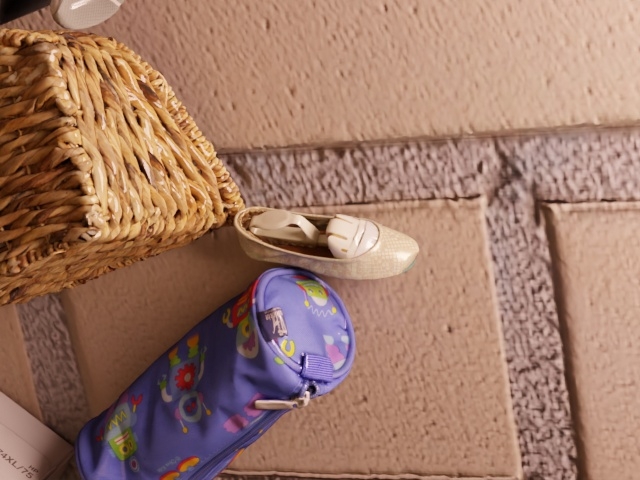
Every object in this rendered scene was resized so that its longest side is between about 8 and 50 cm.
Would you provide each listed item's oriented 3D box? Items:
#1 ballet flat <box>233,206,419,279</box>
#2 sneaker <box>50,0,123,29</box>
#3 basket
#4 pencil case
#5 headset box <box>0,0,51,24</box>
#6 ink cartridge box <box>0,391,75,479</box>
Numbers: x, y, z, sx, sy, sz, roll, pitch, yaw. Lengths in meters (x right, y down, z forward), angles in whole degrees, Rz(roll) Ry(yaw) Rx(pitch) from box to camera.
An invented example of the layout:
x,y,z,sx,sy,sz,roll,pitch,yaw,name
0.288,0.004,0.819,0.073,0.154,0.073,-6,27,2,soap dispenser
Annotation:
x,y,z,sx,sy,sz,roll,pitch,yaw,name
0.000,0.000,1.142,0.168,0.057,0.052,4,148,22,ballet flat
-0.185,-0.233,1.094,0.061,0.152,0.053,11,149,28,sneaker
-0.260,-0.066,1.172,0.299,0.223,0.213,-21,84,30,basket
-0.098,0.149,1.207,0.119,0.133,0.306,24,129,-35,pencil case
-0.356,-0.340,1.128,0.293,0.110,0.218,23,119,13,headset box
-0.424,0.288,1.357,0.198,0.197,0.270,36,119,6,ink cartridge box
